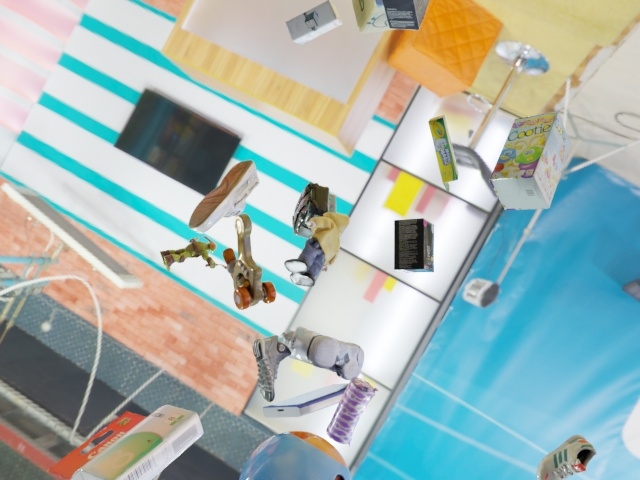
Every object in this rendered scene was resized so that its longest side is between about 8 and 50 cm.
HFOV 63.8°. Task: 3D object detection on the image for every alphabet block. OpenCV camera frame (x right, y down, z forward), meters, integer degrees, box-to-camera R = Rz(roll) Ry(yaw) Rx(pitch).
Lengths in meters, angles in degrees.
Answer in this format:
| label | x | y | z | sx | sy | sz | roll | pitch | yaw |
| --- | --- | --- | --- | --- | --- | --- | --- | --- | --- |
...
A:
| label | x | y | z | sx | sy | sz | roll | pitch | yaw |
| --- | --- | --- | --- | --- | --- | --- | --- | --- | --- |
| alphabet block | 0.228 | -0.869 | 1.799 | 0.192 | 0.194 | 0.197 | -11 | 177 | -12 |

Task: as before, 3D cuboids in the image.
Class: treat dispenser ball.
| label | x | y | z | sx | sy | sz | roll | pitch | yaw |
| --- | --- | --- | --- | --- | --- | --- | --- | --- | --- |
| treat dispenser ball | -0.061 | 0.623 | 1.271 | 0.288 | 0.288 | 0.288 | 29 | -178 | -1 |

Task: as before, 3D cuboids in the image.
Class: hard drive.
| label | x | y | z | sx | sy | sz | roll | pitch | yaw |
| --- | --- | --- | --- | --- | --- | --- | --- | --- | --- |
| hard drive | -0.010 | 0.548 | 1.774 | 0.318 | 0.040 | 0.210 | -4 | 167 | -41 |

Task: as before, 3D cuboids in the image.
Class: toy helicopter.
| label | x | y | z | sx | sy | sz | roll | pitch | yaw |
| --- | --- | --- | --- | --- | --- | --- | --- | --- | --- |
| toy helicopter | -0.287 | 0.073 | 1.917 | 0.140 | 0.355 | 0.235 | -10 | -164 | -34 |

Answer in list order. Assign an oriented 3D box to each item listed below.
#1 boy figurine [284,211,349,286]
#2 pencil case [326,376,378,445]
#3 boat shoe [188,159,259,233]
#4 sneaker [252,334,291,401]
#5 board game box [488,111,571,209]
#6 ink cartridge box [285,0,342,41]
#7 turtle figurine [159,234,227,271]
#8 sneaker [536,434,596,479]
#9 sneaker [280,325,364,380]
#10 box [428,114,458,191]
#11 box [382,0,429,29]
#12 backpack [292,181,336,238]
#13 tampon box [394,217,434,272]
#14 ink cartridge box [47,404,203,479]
| label | x | y | z | sx | sy | sz | roll | pitch | yaw |
| --- | --- | --- | --- | --- | --- | --- | --- | --- | --- |
| boy figurine | 0.000 | 0.000 | 1.523 | 0.092 | 0.285 | 0.177 | 1 | 131 | 32 |
| pencil case | 0.094 | 0.514 | 1.553 | 0.088 | 0.206 | 0.086 | 25 | -170 | -7 |
| boat shoe | -0.246 | -0.104 | 1.399 | 0.098 | 0.277 | 0.096 | 3 | 135 | 39 |
| sneaker | -0.150 | 0.434 | 1.772 | 0.132 | 0.229 | 0.086 | -15 | -167 | -36 |
| board game box | 0.653 | -0.245 | 1.595 | 0.142 | 0.275 | 0.144 | 0 | 141 | 46 |
| ink cartridge box | -0.023 | -0.842 | 1.995 | 0.082 | 0.190 | 0.139 | 66 | -163 | -9 |
| turtle figurine | -0.468 | 0.047 | 1.896 | 0.217 | 0.087 | 0.269 | -18 | -143 | -25 |
| sneaker | 0.596 | 0.542 | 1.242 | 0.057 | 0.161 | 0.075 | 50 | 178 | -2 |
| sneaker | 0.011 | 0.413 | 1.920 | 0.210 | 0.137 | 0.366 | 13 | 166 | 38 |
| box | 0.309 | -0.217 | 1.277 | 0.043 | 0.179 | 0.105 | -11 | -166 | 18 |
| box | 0.235 | -0.688 | 1.390 | 0.093 | 0.156 | 0.158 | 13 | 163 | 23 |
| backpack | -0.025 | -0.095 | 1.867 | 0.144 | 0.188 | 0.166 | 19 | -135 | -22 |
| tampon box | 0.301 | 0.019 | 1.641 | 0.101 | 0.161 | 0.120 | -3 | 171 | 28 |
| ink cartridge box | -0.349 | 0.354 | 0.905 | 0.224 | 0.056 | 0.181 | 2 | -160 | 34 |
